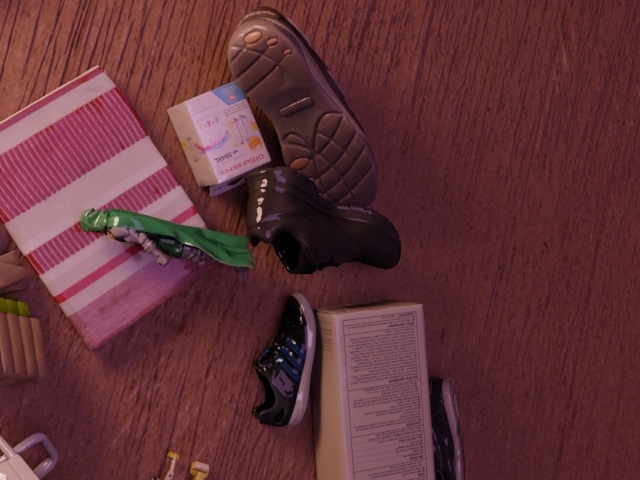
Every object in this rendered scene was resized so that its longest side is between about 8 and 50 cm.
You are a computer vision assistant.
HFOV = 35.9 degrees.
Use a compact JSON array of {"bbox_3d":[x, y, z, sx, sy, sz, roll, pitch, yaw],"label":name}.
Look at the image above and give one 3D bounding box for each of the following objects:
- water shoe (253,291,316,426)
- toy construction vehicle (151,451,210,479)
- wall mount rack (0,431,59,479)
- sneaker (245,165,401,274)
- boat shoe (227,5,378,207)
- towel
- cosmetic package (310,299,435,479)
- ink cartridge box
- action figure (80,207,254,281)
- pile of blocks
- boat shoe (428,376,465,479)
[{"bbox_3d":[-0.056,0.177,1.468,0.080,0.073,0.203,4,88,-23],"label":"water shoe"},{"bbox_3d":[-0.201,0.362,1.421,0.086,0.035,0.098,27,79,-23],"label":"toy construction vehicle"},{"bbox_3d":[-0.405,0.413,1.222,0.304,0.130,0.350,-36,60,-23],"label":"wall mount rack"},{"bbox_3d":[0.000,0.000,1.450,0.286,0.109,0.130,23,62,-31],"label":"sneaker"},{"bbox_3d":[-0.009,-0.194,1.446,0.130,0.132,0.355,-83,151,-49],"label":"boat shoe"},{"bbox_3d":[-0.311,-0.046,1.371,0.237,0.037,0.329,-36,104,-20],"label":"towel"},{"bbox_3d":[0.077,0.253,1.509,0.160,0.113,0.309,-4,92,-25],"label":"cosmetic package"},{"bbox_3d":[-0.142,-0.143,1.418,0.092,0.090,0.143,-27,100,-23],"label":"ink cartridge box"},{"bbox_3d":[-0.211,-0.001,1.344,0.232,0.137,0.063,17,96,-14],"label":"action figure"},{"bbox_3d":[-0.480,0.038,1.269,0.112,0.149,0.362,-25,92,20],"label":"pile of blocks"},{"bbox_3d":[0.192,0.332,1.595,0.079,0.084,0.233,-8,103,13],"label":"boat shoe"}]
